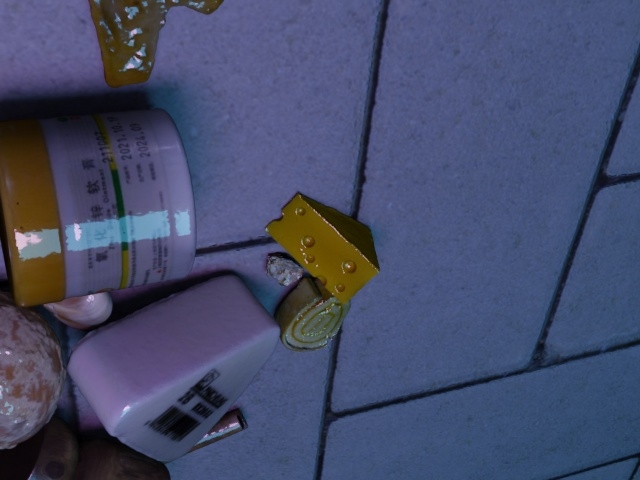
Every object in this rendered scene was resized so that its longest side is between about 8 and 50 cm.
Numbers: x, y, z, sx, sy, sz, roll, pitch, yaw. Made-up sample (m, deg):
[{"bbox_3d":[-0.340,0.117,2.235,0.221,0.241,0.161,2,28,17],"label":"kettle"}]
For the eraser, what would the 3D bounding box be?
[{"bbox_3d":[-0.256,0.217,1.464,0.331,0.150,0.331,-32,153,-18],"label":"eraser"}]

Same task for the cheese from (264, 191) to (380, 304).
[{"bbox_3d":[0.000,0.000,1.516,0.171,0.126,0.093,35,115,-23],"label":"cheese"}]

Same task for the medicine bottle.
[{"bbox_3d":[-0.301,-0.047,1.202,0.231,0.238,0.238,-10,132,-20],"label":"medicine bottle"}]

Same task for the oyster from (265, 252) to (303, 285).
[{"bbox_3d":[-0.065,0.047,1.562,0.054,0.019,0.083,-39,137,11],"label":"oyster"}]

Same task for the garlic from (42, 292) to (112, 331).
[{"bbox_3d":[-0.362,0.081,1.380,0.099,0.124,0.174,-47,173,-19],"label":"garlic"}]

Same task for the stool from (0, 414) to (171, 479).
[{"bbox_3d":[-0.412,0.419,1.577,0.264,0.179,0.179,34,109,-32],"label":"stool"}]

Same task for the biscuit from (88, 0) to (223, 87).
[{"bbox_3d":[-0.204,-0.290,1.177,0.183,0.039,0.174,-17,133,-11],"label":"biscuit"}]

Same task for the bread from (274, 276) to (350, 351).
[{"bbox_3d":[-0.013,0.126,1.628,0.117,0.064,0.156,14,120,-40],"label":"bread"}]

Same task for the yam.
[{"bbox_3d":[-0.266,0.388,1.746,0.263,0.046,0.046,-21,135,-7],"label":"yam"}]

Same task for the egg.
[{"bbox_3d":[-0.479,0.187,1.344,0.203,0.203,0.245,-19,109,-11],"label":"egg"}]
